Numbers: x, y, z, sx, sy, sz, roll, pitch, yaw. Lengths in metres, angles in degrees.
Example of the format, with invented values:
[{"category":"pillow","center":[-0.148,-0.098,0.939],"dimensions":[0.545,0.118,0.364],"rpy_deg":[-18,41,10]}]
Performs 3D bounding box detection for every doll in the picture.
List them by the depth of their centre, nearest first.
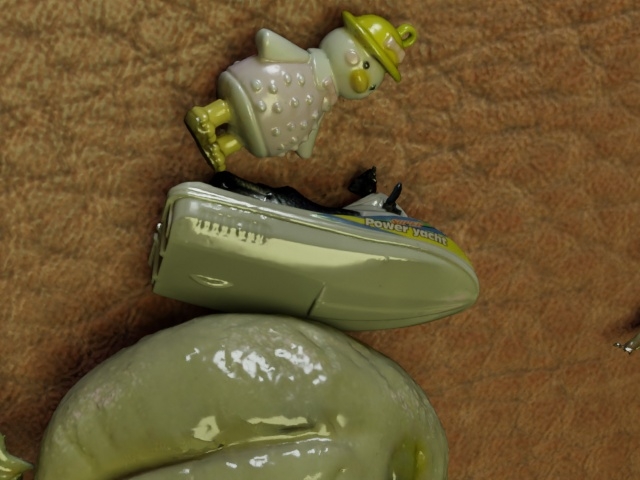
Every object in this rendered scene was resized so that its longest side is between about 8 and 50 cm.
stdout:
[{"category":"doll","center":[-0.012,-0.126,1.135],"dimensions":[0.207,0.081,0.129],"rpy_deg":[-28,131,-9]}]

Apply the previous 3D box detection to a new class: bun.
[{"category":"bun","center":[-0.059,0.240,1.125],"dimensions":[0.365,0.219,0.365],"rpy_deg":[-9,122,-14]}]

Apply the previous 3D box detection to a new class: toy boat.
[{"category":"toy boat","center":[-0.005,0.005,1.156],"dimensions":[0.269,0.141,0.140],"rpy_deg":[1,106,-16]}]

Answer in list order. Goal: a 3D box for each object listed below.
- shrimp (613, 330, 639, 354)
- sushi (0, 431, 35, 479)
[{"category":"shrimp","center":[0.353,0.018,1.304],"dimensions":[0.223,0.047,0.126],"rpy_deg":[-41,106,-7]},{"category":"sushi","center":[-0.326,0.150,1.107],"dimensions":[0.139,0.131,0.291],"rpy_deg":[-24,106,-33]}]
